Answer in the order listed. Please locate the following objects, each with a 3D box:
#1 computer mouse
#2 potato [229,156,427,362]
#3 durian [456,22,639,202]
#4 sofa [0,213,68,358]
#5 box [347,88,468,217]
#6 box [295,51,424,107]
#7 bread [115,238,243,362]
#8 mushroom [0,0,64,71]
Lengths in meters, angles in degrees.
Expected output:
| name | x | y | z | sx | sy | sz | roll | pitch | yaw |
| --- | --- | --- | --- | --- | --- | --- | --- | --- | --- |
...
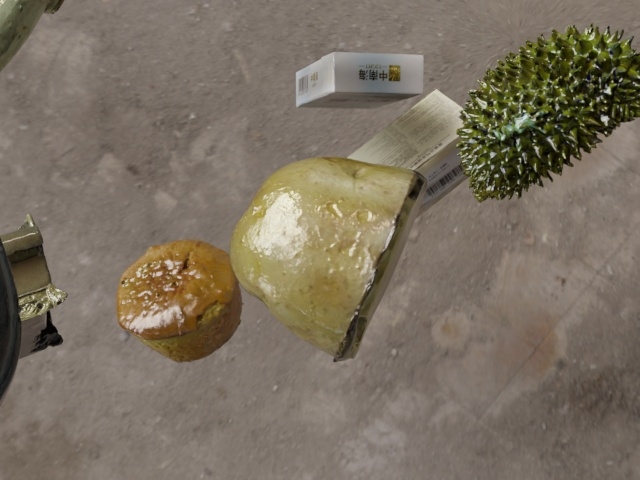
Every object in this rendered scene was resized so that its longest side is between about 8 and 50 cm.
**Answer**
| name | x | y | z | sx | sy | sz | roll | pitch | yaw |
| --- | --- | --- | --- | --- | --- | --- | --- | --- | --- |
| computer mouse | -0.324 | 0.073 | 0.797 | 0.126 | 0.071 | 0.231 | -35 | 56 | 42 |
| potato | 0.000 | 0.000 | 1.149 | 0.242 | 0.242 | 0.285 | 24 | 90 | 7 |
| durian | 0.209 | -0.125 | 0.811 | 0.220 | 0.095 | 0.137 | -28 | 88 | 32 |
| sofa | -0.504 | 0.080 | 1.264 | 0.200 | 0.258 | 0.182 | -22 | 76 | -25 |
| box | 0.180 | -0.149 | 1.506 | 0.212 | 0.168 | 0.095 | -38 | 124 | 2 |
| box | 0.059 | -0.265 | 1.418 | 0.155 | 0.243 | 0.067 | -3 | 94 | -17 |
| bread | -0.266 | 0.110 | 1.622 | 0.268 | 0.268 | 0.146 | -6 | 132 | 14 |
| mushroom | -0.497 | -0.303 | 1.251 | 0.107 | 0.333 | 0.087 | 26 | 147 | -2 |
